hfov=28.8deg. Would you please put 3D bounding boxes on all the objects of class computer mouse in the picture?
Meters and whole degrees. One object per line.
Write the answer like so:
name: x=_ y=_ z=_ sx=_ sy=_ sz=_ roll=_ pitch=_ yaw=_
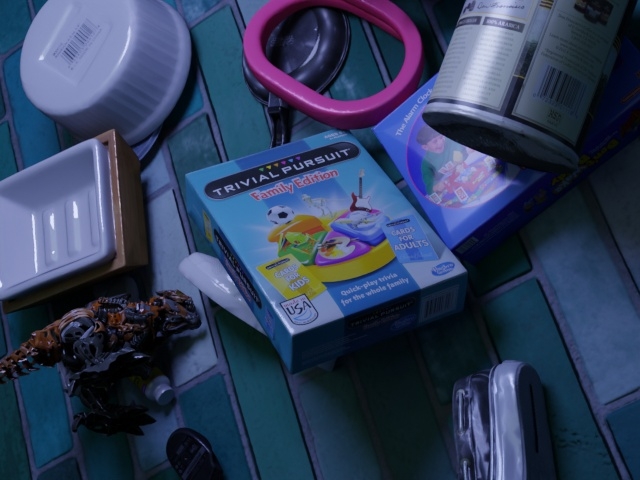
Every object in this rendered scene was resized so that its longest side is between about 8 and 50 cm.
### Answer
computer mouse: x=-0.139 y=0.360 z=1.789 sx=0.242 sy=0.041 sz=0.071 roll=46 pitch=110 yaw=28

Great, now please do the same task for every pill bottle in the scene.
pill bottle: x=-0.259 y=0.215 z=1.904 sx=0.083 sy=0.043 sz=0.043 roll=38 pitch=97 yaw=36

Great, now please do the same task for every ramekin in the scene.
ramekin: x=-0.361 y=-0.298 z=2.043 sx=0.277 sy=0.135 sz=0.277 roll=-10 pitch=69 yaw=29

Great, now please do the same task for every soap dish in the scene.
soap dish: x=-0.405 y=-0.023 z=2.010 sx=0.291 sy=0.118 sz=0.228 roll=-20 pitch=68 yaw=34

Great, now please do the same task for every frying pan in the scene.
frying pan: x=-0.076 y=-0.246 z=1.937 sx=0.197 sy=0.053 sz=0.326 roll=26 pitch=86 yaw=37

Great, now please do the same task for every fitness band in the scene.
fitness band: x=0.020 y=-0.279 z=1.825 sx=0.291 sy=0.054 sz=0.209 roll=34 pitch=74 yaw=28

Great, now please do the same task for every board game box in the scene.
board game box: x=0.000 y=0.000 z=1.671 sx=0.254 sy=0.079 sz=0.336 roll=-19 pitch=48 yaw=-20
board game box: x=0.266 y=-0.166 z=1.664 sx=0.347 sy=0.078 sz=0.233 roll=-39 pitch=57 yaw=17

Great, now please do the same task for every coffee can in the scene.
coffee can: x=0.263 y=-0.245 z=1.518 sx=0.202 sy=0.201 sz=0.275 roll=18 pitch=85 yaw=36

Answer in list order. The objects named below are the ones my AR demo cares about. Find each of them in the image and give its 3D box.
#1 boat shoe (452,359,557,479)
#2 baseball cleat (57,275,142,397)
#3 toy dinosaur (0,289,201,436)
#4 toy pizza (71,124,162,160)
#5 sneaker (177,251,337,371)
boat shoe: x=0.220 y=0.316 z=1.529 sx=0.119 sy=0.121 sz=0.335 roll=-20 pitch=54 yaw=35
baseball cleat: x=-0.348 y=0.145 z=1.944 sx=0.072 sy=0.109 sz=0.205 roll=1 pitch=73 yaw=41
toy dinosaur: x=-0.330 y=0.171 z=1.842 sx=0.322 sy=0.164 sz=0.218 roll=-30 pitch=45 yaw=-3
toy pizza: x=-0.337 y=-0.201 z=2.099 sx=0.201 sy=0.032 sz=0.201 roll=-11 pitch=69 yaw=29
sneaker: x=-0.059 y=0.049 z=1.799 sx=0.293 sy=0.108 sz=0.169 roll=29 pitch=90 yaw=26
